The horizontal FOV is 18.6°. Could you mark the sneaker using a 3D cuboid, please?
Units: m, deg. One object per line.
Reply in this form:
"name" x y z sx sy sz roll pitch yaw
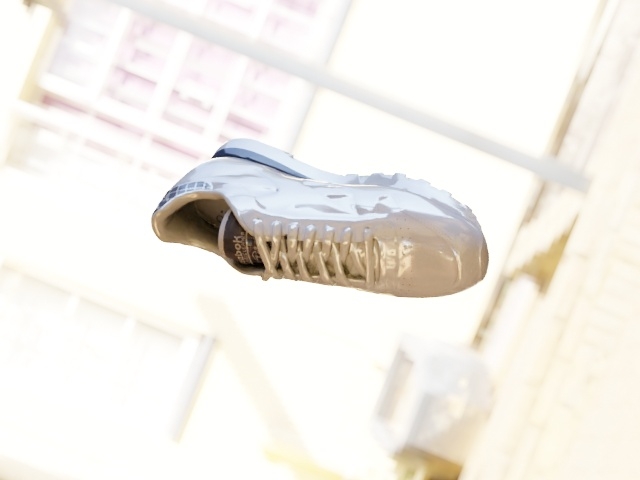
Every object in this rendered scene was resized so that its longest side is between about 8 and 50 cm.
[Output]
"sneaker" 0.000 0.000 1.321 0.095 0.235 0.090 -35 -49 -52
